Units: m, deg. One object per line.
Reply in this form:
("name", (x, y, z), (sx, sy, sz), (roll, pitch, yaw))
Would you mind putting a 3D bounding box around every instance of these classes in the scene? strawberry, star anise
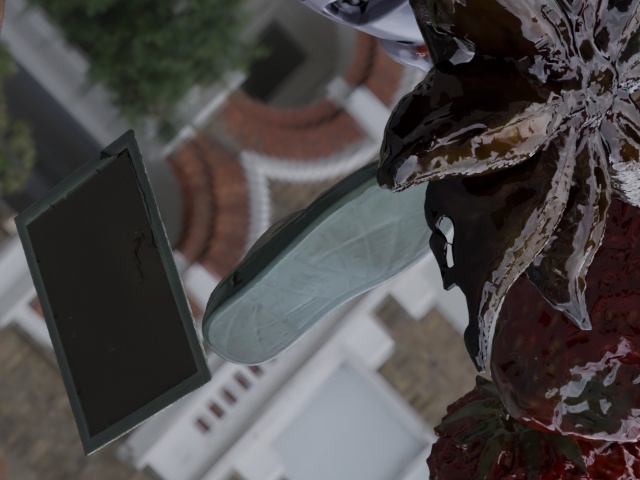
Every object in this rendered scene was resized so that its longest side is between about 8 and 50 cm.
("strawberry", (0.203, 0.248, 1.669), (0.205, 0.244, 0.205), (-8, -152, 4))
("star anise", (0.090, -0.076, 0.863), (0.102, 0.272, 0.272), (17, -124, 38))
("strawberry", (0.299, 0.014, 1.519), (0.310, 0.292, 0.292), (-12, 173, -33))

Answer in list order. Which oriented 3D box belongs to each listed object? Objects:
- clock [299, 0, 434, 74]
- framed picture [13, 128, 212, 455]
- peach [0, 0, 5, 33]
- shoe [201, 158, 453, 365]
("clock", (0.111, -0.224, 1.679), (0.189, 0.254, 0.189), (-37, -147, 29))
("framed picture", (-0.210, 0.054, 1.886), (0.016, 0.273, 0.216), (-2, 158, -46))
("peach", (-0.370, -0.173, 1.221), (0.343, 0.343, 0.302), (-53, 167, -33))
("shoe", (0.000, 0.000, 1.190), (0.195, 0.079, 0.078), (-41, -146, 20))
